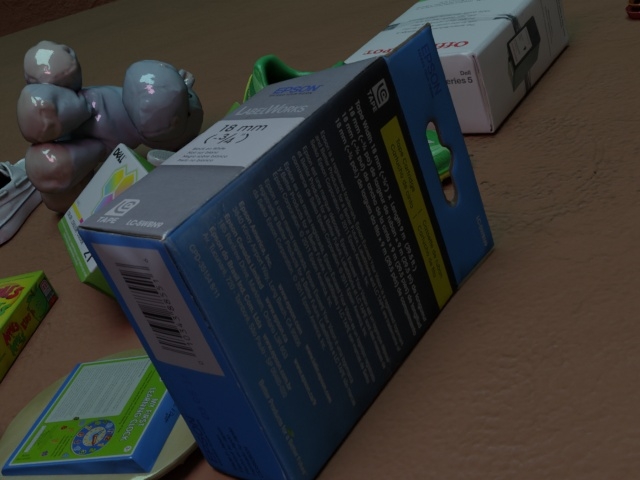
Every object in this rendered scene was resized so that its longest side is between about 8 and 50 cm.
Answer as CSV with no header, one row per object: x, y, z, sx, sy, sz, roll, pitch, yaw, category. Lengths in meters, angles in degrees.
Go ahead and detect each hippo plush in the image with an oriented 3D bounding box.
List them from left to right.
-0.298,-0.160,1.242,0.237,0.234,0.294,-1,-12,0,hippo plush

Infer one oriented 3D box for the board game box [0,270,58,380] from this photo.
-0.387,0.110,0.946,0.092,0.043,0.181,-12,30,16,board game box

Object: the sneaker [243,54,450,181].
0.030,-0.141,0.978,0.296,0.123,0.109,21,45,20,sneaker

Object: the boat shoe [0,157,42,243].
-0.497,-0.084,1.301,0.095,0.084,0.258,-18,29,6,boat shoe

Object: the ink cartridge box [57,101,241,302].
-0.176,-0.065,0.946,0.255,0.097,0.189,-53,33,2,ink cartridge box

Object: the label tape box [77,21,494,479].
0.000,0.000,0.684,0.106,0.240,0.334,4,37,41,label tape box

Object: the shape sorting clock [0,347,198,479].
-0.186,0.162,0.732,0.206,0.040,0.206,-15,26,8,shape sorting clock

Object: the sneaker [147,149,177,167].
-0.176,-0.077,1.132,0.135,0.070,0.051,13,24,1,sneaker

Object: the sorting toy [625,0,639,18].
0.482,-0.356,1.177,0.102,0.042,0.061,-36,32,-26,sorting toy

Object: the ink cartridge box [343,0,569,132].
0.190,-0.256,1.120,0.199,0.114,0.273,5,37,38,ink cartridge box
